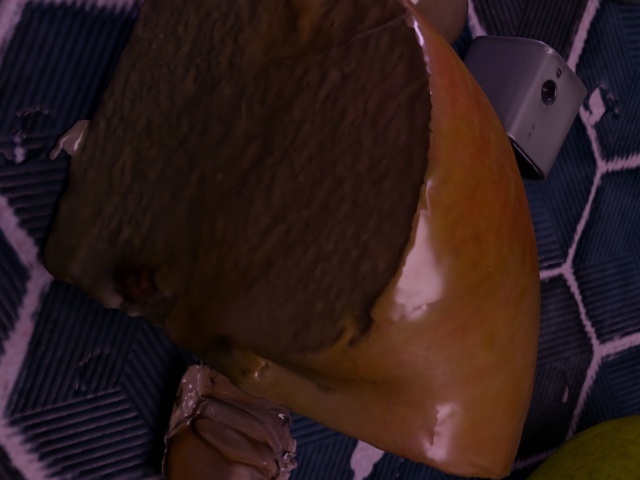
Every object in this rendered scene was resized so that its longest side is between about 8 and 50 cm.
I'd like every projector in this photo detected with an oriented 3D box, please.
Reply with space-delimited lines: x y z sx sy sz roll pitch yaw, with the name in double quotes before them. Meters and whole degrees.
"projector" 0.148 -0.103 1.078 0.083 0.083 0.082 40 72 -42

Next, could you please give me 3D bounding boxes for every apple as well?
"apple" 0.000 0.000 0.804 0.252 0.309 0.314 -34 123 -35

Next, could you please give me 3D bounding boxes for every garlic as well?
"garlic" -0.059 0.137 0.941 0.074 0.094 0.113 97 17 -72

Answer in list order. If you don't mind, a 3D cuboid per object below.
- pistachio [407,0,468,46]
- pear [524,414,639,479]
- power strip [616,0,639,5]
"pistachio" 0.044 -0.169 0.953 0.149 0.113 0.113 19 86 -52
"pear" 0.324 0.338 1.156 0.391 0.391 0.391 -12 108 -42
"power strip" 0.272 -0.273 1.187 0.216 0.044 0.137 -5 104 -44
